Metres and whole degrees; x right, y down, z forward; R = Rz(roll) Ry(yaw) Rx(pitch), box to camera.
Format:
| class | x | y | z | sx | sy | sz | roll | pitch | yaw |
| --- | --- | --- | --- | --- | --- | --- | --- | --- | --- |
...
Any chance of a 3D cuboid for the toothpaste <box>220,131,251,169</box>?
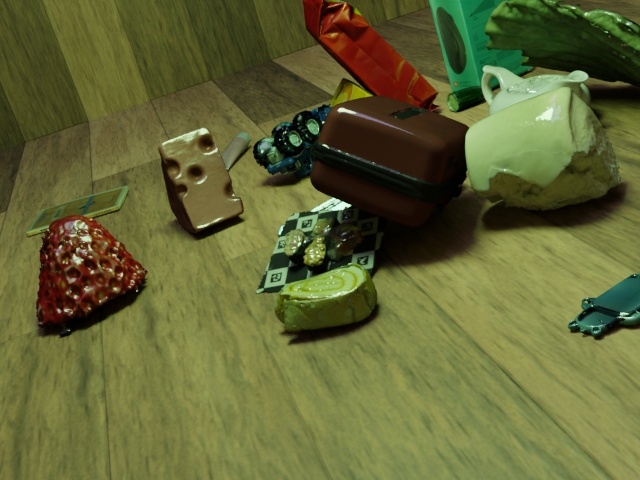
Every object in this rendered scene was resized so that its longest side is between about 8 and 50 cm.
| class | x | y | z | sx | sy | sz | roll | pitch | yaw |
| --- | --- | --- | --- | --- | --- | --- | --- | --- | --- |
| toothpaste | -0.233 | -0.223 | 2.405 | 0.067 | 0.042 | 0.194 | -4 | 30 | 24 |

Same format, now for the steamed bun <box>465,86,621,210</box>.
| class | x | y | z | sx | sy | sz | roll | pitch | yaw |
| --- | --- | --- | --- | --- | --- | --- | --- | --- | --- |
| steamed bun | 0.350 | -0.123 | 1.516 | 0.226 | 0.200 | 0.170 | -21 | 26 | 30 |

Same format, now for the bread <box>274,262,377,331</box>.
| class | x | y | z | sx | sy | sz | roll | pitch | yaw |
| --- | --- | --- | --- | --- | --- | --- | --- | --- | --- |
| bread | 0.007 | 0.090 | 1.388 | 0.156 | 0.064 | 0.117 | -14 | 17 | 12 |

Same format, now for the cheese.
| class | x | y | z | sx | sy | sz | roll | pitch | yaw |
| --- | --- | --- | --- | --- | --- | --- | --- | --- | --- |
| cheese | -0.242 | -0.101 | 1.957 | 0.128 | 0.203 | 0.177 | -23 | 53 | -18 |

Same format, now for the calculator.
| class | x | y | z | sx | sy | sz | roll | pitch | yaw |
| --- | --- | --- | --- | --- | --- | --- | --- | --- | --- |
| calculator | 0.381 | 0.083 | 1.179 | 0.141 | 0.019 | 0.094 | -28 | 23 | -23 |

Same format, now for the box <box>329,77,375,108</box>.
| class | x | y | z | sx | sy | sz | roll | pitch | yaw |
| --- | --- | --- | --- | --- | --- | --- | --- | --- | --- |
| box | 0.064 | -0.304 | 2.241 | 0.043 | 0.152 | 0.269 | 24 | 11 | -19 |

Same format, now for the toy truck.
| class | x | y | z | sx | sy | sz | roll | pitch | yaw |
| --- | --- | --- | --- | --- | --- | --- | --- | --- | --- |
| toy truck | -0.044 | -0.222 | 2.114 | 0.113 | 0.126 | 0.208 | -22 | 18 | 45 |

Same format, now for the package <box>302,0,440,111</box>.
| class | x | y | z | sx | sy | sz | roll | pitch | yaw |
| --- | --- | --- | --- | --- | --- | --- | --- | --- | --- |
| package | 0.113 | -0.455 | 2.274 | 0.123 | 0.423 | 0.196 | -47 | 20 | 4 |

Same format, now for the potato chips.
| class | x | y | z | sx | sy | sz | roll | pitch | yaw |
| --- | --- | --- | --- | --- | --- | --- | --- | --- | --- |
| potato chips | 0.545 | -0.377 | 1.898 | 0.389 | 0.097 | 0.373 | 24 | 1 | 39 |

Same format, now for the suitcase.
| class | x | y | z | sx | sy | sz | roll | pitch | yaw |
| --- | --- | --- | --- | --- | --- | --- | --- | --- | --- |
| suitcase | 0.127 | -0.143 | 1.579 | 0.236 | 0.161 | 0.297 | 21 | 18 | 13 |

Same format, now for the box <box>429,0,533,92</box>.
| class | x | y | z | sx | sy | sz | roll | pitch | yaw |
| --- | --- | --- | --- | --- | --- | --- | --- | --- | --- |
| box | 0.401 | -0.545 | 2.333 | 0.205 | 0.311 | 0.118 | -30 | 23 | -29 |

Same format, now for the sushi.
| class | x | y | z | sx | sy | sz | roll | pitch | yaw |
| --- | --- | --- | --- | --- | --- | --- | --- | --- | --- |
| sushi | 0.000 | 0.000 | 1.564 | 0.210 | 0.040 | 0.192 | -4 | 45 | 28 |

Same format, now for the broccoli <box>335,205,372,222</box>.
| class | x | y | z | sx | sy | sz | roll | pitch | yaw |
| --- | --- | --- | --- | --- | --- | --- | --- | --- | --- |
| broccoli | 0.070 | -0.041 | 1.641 | 0.097 | 0.095 | 0.092 | 13 | -6 | -1 |

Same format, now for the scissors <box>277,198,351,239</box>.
| class | x | y | z | sx | sy | sz | roll | pitch | yaw |
| --- | --- | --- | --- | --- | --- | --- | --- | --- | --- |
| scissors | 0.092 | -0.099 | 1.749 | 0.393 | 0.032 | 0.180 | -27 | 59 | -6 |

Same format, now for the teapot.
| class | x | y | z | sx | sy | sz | roll | pitch | yaw |
| --- | --- | --- | --- | --- | --- | --- | --- | --- | --- |
| teapot | 0.439 | -0.287 | 1.900 | 0.204 | 0.139 | 0.298 | -32 | 26 | -28 |

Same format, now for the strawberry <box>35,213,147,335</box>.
| class | x | y | z | sx | sy | sz | roll | pitch | yaw |
| --- | --- | --- | --- | --- | --- | --- | --- | --- | --- |
| strawberry | -0.455 | 0.047 | 1.709 | 0.234 | 0.178 | 0.234 | -21 | 16 | 6 |

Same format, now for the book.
| class | x | y | z | sx | sy | sz | roll | pitch | yaw |
| --- | --- | --- | --- | --- | --- | --- | --- | --- | --- |
| book | -0.616 | -0.078 | 2.359 | 0.242 | 0.018 | 0.170 | -16 | 21 | 3 |

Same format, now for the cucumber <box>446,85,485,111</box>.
| class | x | y | z | sx | sy | sz | roll | pitch | yaw |
| --- | --- | --- | --- | --- | --- | --- | --- | --- | --- |
| cucumber | 0.362 | -0.349 | 2.242 | 0.105 | 0.048 | 0.048 | -21 | 21 | -11 |
